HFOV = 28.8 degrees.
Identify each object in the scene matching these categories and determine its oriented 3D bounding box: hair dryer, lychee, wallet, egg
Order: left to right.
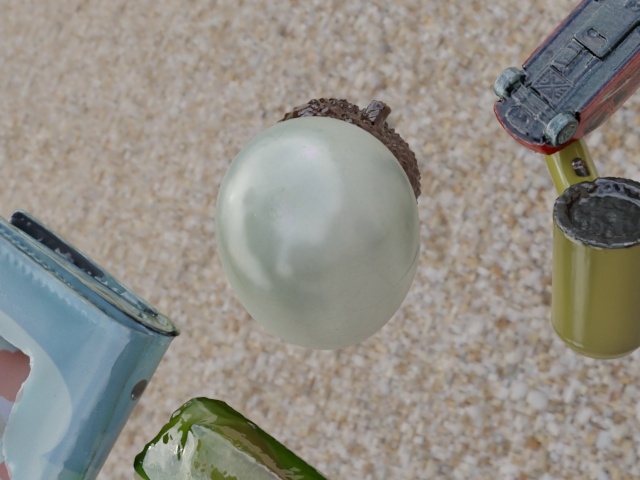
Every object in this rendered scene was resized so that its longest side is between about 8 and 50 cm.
[{"bbox_3d":[-0.215,0.120,0.817,0.176,0.075,0.250,34,101,23],"label":"wallet"},{"bbox_3d":[0.000,0.000,0.930,0.151,0.209,0.151,-5,54,7],"label":"egg"},{"bbox_3d":[0.019,-0.072,1.711,0.236,0.236,0.271,39,109,55],"label":"lychee"},{"bbox_3d":[0.230,-0.034,1.100,0.279,0.090,0.135,-96,-2,-50],"label":"hair dryer"}]

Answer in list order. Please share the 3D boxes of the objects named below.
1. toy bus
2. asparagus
[{"bbox_3d":[0.244,-0.157,1.108,0.195,0.089,0.081,-47,61,5],"label":"toy bus"},{"bbox_3d":[0.005,0.168,0.651,0.343,0.082,0.085,27,110,48],"label":"asparagus"}]
